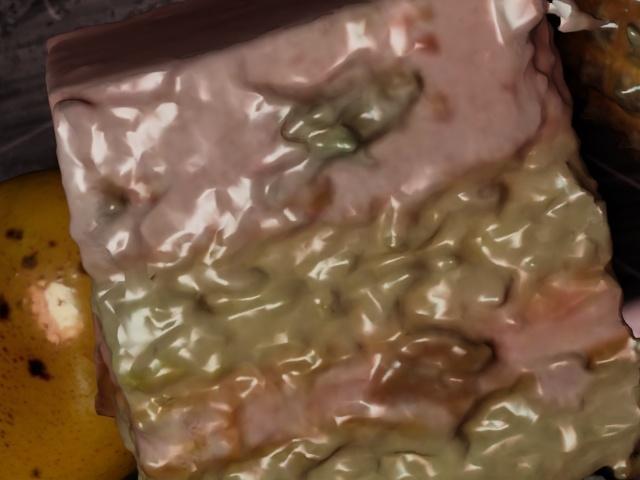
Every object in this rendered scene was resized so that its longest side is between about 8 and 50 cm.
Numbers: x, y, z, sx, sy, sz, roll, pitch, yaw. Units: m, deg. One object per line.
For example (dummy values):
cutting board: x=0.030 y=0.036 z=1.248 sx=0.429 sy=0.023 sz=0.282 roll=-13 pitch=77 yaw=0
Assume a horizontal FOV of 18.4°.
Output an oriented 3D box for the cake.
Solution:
cake: x=0.000 y=0.000 z=1.159 sx=0.314 sy=0.293 sz=0.307 roll=-18 pitch=107 yaw=-7

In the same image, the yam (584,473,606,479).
yam: x=0.120 y=0.219 z=1.331 sx=0.179 sy=0.078 sz=0.078 roll=-29 pitch=92 yaw=26

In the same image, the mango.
mango: x=-0.188 y=0.086 z=1.379 sx=0.191 sy=0.160 sz=0.290 roll=35 pitch=118 yaw=2

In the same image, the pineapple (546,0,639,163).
pineapple: x=0.169 y=-0.221 z=1.166 sx=0.175 sy=0.175 sz=0.361 roll=-29 pitch=77 yaw=25
